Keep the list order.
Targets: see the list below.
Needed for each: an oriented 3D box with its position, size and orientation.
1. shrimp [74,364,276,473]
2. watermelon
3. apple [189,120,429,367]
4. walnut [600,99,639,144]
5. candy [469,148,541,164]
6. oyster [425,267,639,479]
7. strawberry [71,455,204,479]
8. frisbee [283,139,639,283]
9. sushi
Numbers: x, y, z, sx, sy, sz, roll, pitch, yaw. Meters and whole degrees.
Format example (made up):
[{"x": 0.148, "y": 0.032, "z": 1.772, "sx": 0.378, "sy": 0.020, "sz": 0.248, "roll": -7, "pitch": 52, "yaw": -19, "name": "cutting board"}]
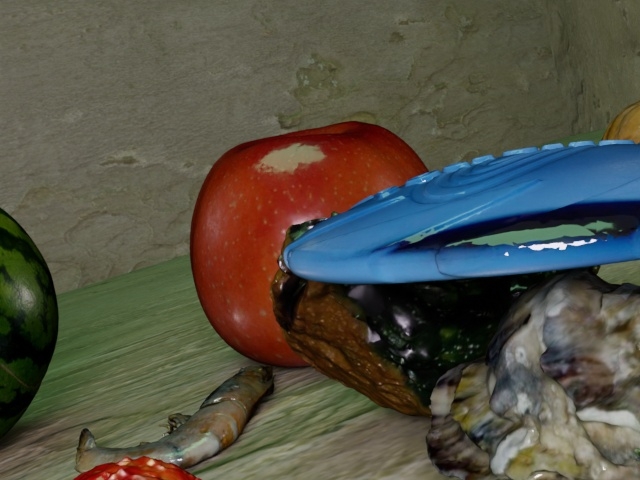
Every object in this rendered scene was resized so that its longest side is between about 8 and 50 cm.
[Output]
[{"x": -0.118, "y": 0.143, "z": 0.744, "sx": 0.147, "sy": 0.035, "sz": 0.195, "roll": -16, "pitch": 7, "yaw": 20, "name": "shrimp"}, {"x": -0.379, "y": 0.075, "z": 0.822, "sx": 0.285, "sy": 0.285, "sz": 0.285, "roll": -15, "pitch": 6, "yaw": 2, "name": "watermelon"}, {"x": 0.000, "y": 0.000, "z": 0.906, "sx": 0.260, "sy": 0.217, "sz": 0.260, "roll": -12, "pitch": 7, "yaw": 2, "name": "apple"}, {"x": 0.394, "y": -0.087, "z": 1.003, "sx": 0.197, "sy": 0.165, "sz": 0.165, "roll": -9, "pitch": 3, "yaw": -23, "name": "walnut"}, {"x": 0.225, "y": -0.047, "z": 1.253, "sx": 0.155, "sy": 0.116, "sz": 0.265, "roll": -9, "pitch": 8, "yaw": 40, "name": "candy"}, {"x": 0.176, "y": 0.055, "z": 0.328, "sx": 0.162, "sy": 0.158, "sz": 0.351, "roll": -58, "pitch": 14, "yaw": -26, "name": "oyster"}, {"x": -0.121, "y": 0.157, "z": 0.449, "sx": 0.187, "sy": 0.082, "sz": 0.146, "roll": -19, "pitch": -2, "yaw": 12, "name": "strawberry"}, {"x": 0.100, "y": -0.021, "z": 0.425, "sx": 0.242, "sy": 0.045, "sz": 0.242, "roll": -10, "pitch": 4, "yaw": 1, "name": "frisbee"}, {"x": 0.092, "y": 0.045, "z": 0.605, "sx": 0.287, "sy": 0.149, "sz": 0.140, "roll": -1, "pitch": -34, "yaw": -23, "name": "sushi"}]
